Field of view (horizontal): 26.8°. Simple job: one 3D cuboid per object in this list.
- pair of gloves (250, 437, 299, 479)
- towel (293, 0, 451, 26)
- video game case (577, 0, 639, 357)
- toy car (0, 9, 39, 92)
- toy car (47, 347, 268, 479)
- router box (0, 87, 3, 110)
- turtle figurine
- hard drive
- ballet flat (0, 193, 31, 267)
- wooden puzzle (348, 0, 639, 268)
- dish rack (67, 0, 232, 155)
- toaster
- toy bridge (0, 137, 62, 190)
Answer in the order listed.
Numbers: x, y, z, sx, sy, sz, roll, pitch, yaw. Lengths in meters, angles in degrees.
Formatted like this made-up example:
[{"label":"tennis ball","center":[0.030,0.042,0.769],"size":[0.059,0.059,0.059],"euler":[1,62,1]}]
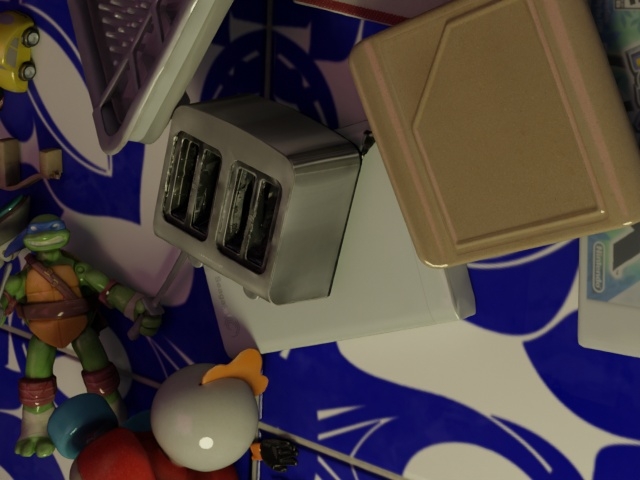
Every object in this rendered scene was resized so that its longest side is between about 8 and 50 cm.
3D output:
[{"label":"pair of gloves","center":[-0.044,0.255,1.454],"size":[0.074,0.010,0.083],"euler":[-10,91,43]},{"label":"towel","center":[0.086,-0.352,1.175],"size":[0.237,0.037,0.329],"euler":[21,112,36]},{"label":"video game case","center":[0.339,-0.053,1.036],"size":[0.300,0.036,0.329],"euler":[9,105,39]},{"label":"toy car","center":[-0.349,-0.306,1.555],"size":[0.225,0.053,0.239],"euler":[-16,89,42]},{"label":"toy car","center":[-0.127,0.212,1.423],"size":[0.238,0.210,0.219],"euler":[-48,54,13]},{"label":"router box","center":[-0.465,-0.186,1.658],"size":[0.122,0.092,0.038],"euler":[21,113,36]},{"label":"turtle figurine","center":[-0.285,0.114,1.506],"size":[0.275,0.198,0.266],"euler":[8,109,43]},{"label":"hard drive","center":[0.000,0.000,1.338],"size":[0.307,0.040,0.203],"euler":[-14,91,41]},{"label":"ballet flat","center":[-0.410,0.001,1.683],"size":[0.213,0.072,0.068],"euler":[-23,112,42]},{"label":"wooden puzzle","center":[0.150,-0.100,1.138],"size":[0.239,0.044,0.221],"euler":[-16,96,44]},{"label":"dish rack","center":[-0.156,-0.271,1.320],"size":[0.285,0.072,0.333],"euler":[-58,37,34]},{"label":"toaster","center":[-0.057,-0.046,1.274],"size":[0.168,0.110,0.185],"euler":[29,117,31]},{"label":"toy bridge","center":[-0.384,-0.095,1.653],"size":[0.188,0.026,0.063],"euler":[15,112,37]}]
